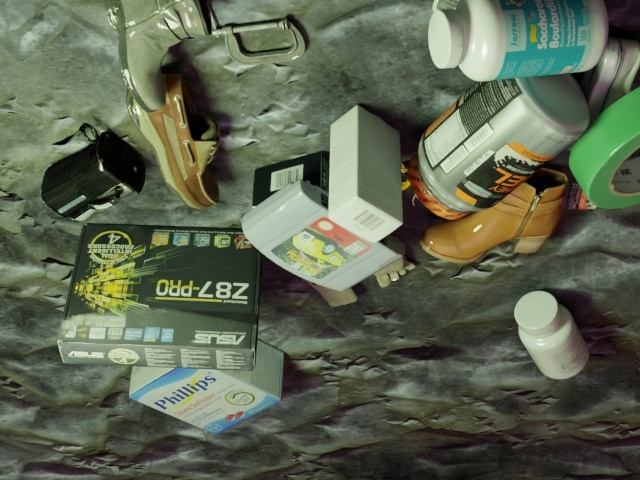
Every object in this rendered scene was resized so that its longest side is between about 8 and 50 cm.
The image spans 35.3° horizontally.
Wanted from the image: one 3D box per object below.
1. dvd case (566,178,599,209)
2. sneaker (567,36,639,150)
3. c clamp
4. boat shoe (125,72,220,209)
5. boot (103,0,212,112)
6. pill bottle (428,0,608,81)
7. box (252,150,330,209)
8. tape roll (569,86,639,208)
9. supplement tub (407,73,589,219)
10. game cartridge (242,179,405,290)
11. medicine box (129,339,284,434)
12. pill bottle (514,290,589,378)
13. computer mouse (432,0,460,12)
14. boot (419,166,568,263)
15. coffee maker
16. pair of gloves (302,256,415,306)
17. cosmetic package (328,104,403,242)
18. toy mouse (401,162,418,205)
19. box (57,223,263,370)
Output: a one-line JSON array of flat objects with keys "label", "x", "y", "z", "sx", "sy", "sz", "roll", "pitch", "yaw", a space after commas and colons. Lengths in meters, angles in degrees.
[{"label": "dvd case", "x": 0.569, "y": -0.096, "z": 2.055, "sx": 0.120, "sy": 0.013, "sz": 0.087, "roll": -1, "pitch": 142, "yaw": 4}, {"label": "sneaker", "x": 0.508, "y": -0.252, "z": 1.793, "sx": 0.091, "sy": 0.094, "sz": 0.258, "roll": 1, "pitch": 145, "yaw": -7}, {"label": "c clamp", "x": -0.108, "y": -0.354, "z": 1.737, "sx": 0.161, "sy": 0.022, "sz": 0.137, "roll": -2, "pitch": 142, "yaw": 4}, {"label": "boat shoe", "x": -0.249, "y": -0.184, "z": 1.882, "sx": 0.120, "sy": 0.122, "sz": 0.324, "roll": -14, "pitch": 140, "yaw": 10}, {"label": "boot", "x": -0.254, "y": -0.334, "z": 1.668, "sx": 0.161, "sy": 0.083, "sz": 0.246, "roll": -7, "pitch": 118, "yaw": 12}, {"label": "pill bottle", "x": 0.311, "y": -0.332, "z": 1.606, "sx": 0.264, "sy": 0.146, "sz": 0.146, "roll": -8, "pitch": 144, "yaw": -14}, {"label": "box", "x": -0.028, "y": -0.062, "z": 2.038, "sx": 0.153, "sy": 0.108, "sz": 0.207, "roll": -15, "pitch": 139, "yaw": 18}, {"label": "tape roll", "x": 0.608, "y": -0.179, "z": 1.800, "sx": 0.321, "sy": 0.077, "sz": 0.321, "roll": -19, "pitch": 153, "yaw": -10}, {"label": "supplement tub", "x": 0.309, "y": -0.182, "z": 1.807, "sx": 0.194, "sy": 0.193, "sz": 0.316, "roll": 22, "pitch": 138, "yaw": -24}, {"label": "game cartridge", "x": 0.000, "y": 0.000, "z": 1.988, "sx": 0.294, "sy": 0.060, "sz": 0.196, "roll": 31, "pitch": 136, "yaw": -33}, {"label": "medicine box", "x": -0.284, "y": 0.337, "z": 2.522, "sx": 0.289, "sy": 0.149, "sz": 0.263, "roll": 30, "pitch": 134, "yaw": -33}, {"label": "pill bottle", "x": 0.539, "y": 0.219, "z": 2.362, "sx": 0.131, "sy": 0.131, "sz": 0.229, "roll": -16, "pitch": 139, "yaw": 21}, {"label": "computer mouse", "x": 0.244, "y": -0.436, "z": 1.610, "sx": 0.106, "sy": 0.042, "sz": 0.193, "roll": 17, "pitch": 134, "yaw": -27}, {"label": "boot", "x": 0.353, "y": -0.055, "z": 2.033, "sx": 0.284, "sy": 0.109, "sz": 0.220, "roll": 2, "pitch": 143, "yaw": -5}, {"label": "coffee maker", "x": -0.461, "y": -0.135, "z": 1.971, "sx": 0.178, "sy": 0.120, "sz": 0.171, "roll": -24, "pitch": 112, "yaw": 27}, {"label": "pair of gloves", "x": 0.068, "y": 0.051, "z": 2.235, "sx": 0.240, "sy": 0.042, "sz": 0.204, "roll": -24, "pitch": 132, "yaw": 26}, {"label": "cosmetic package", "x": 0.083, "y": -0.125, "z": 1.854, "sx": 0.117, "sy": 0.231, "sz": 0.085, "roll": 30, "pitch": 134, "yaw": -30}, {"label": "toy mouse", "x": 0.217, "y": -0.128, "z": 2.009, "sx": 0.143, "sy": 0.031, "sz": 0.161, "roll": -3, "pitch": 142, "yaw": 6}, {"label": "box", "x": -0.322, "y": 0.114, "z": 2.103, "sx": 0.395, "sy": 0.318, "sz": 0.097, "roll": 3, "pitch": 142, "yaw": -1}]
